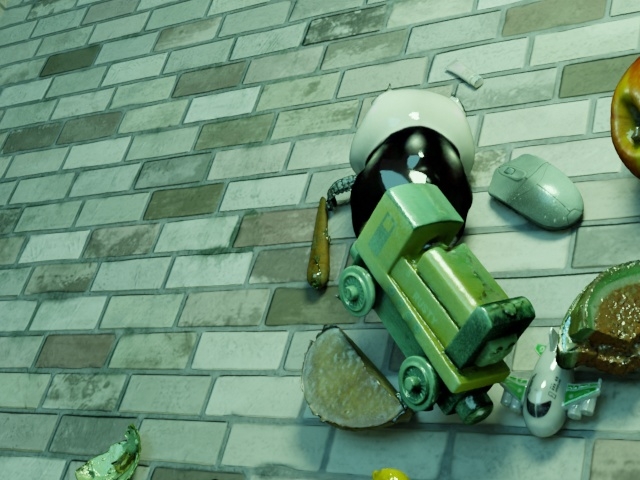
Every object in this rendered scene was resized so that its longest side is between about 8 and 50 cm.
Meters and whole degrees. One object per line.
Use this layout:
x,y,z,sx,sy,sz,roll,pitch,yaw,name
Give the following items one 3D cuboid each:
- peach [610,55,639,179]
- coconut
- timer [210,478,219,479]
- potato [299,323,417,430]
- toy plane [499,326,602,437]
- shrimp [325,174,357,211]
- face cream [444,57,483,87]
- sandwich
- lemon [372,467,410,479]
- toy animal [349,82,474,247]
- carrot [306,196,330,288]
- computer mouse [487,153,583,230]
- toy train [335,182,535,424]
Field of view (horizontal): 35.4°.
0.622,-0.211,1.656,0.281,0.281,0.238,-66,5,-24,peach
-0.409,0.447,1.983,0.158,0.055,0.133,-31,46,13,coconut
-0.212,0.529,1.780,0.144,0.055,0.187,-36,43,7,timer
0.057,0.274,1.764,0.138,0.098,0.243,-44,49,3,potato
0.364,0.229,1.596,0.174,0.080,0.174,-18,50,24,toy plane
0.082,-0.109,2.062,0.174,0.076,0.082,-17,31,22,shrimp
0.308,-0.359,2.145,0.038,0.020,0.115,-42,40,1,face cream
0.458,0.123,1.564,0.235,0.079,0.159,-24,52,-21,sandwich
0.116,0.406,1.640,0.092,0.065,0.065,30,76,39,lemon
0.180,-0.145,1.904,0.250,0.251,0.310,-13,58,27,toy animal
0.000,0.000,2.064,0.049,0.049,0.254,-19,44,22,carrot
0.390,-0.098,1.845,0.113,0.068,0.229,-44,43,-5,computer mouse
0.184,0.102,1.655,0.397,0.160,0.253,57,135,32,toy train
